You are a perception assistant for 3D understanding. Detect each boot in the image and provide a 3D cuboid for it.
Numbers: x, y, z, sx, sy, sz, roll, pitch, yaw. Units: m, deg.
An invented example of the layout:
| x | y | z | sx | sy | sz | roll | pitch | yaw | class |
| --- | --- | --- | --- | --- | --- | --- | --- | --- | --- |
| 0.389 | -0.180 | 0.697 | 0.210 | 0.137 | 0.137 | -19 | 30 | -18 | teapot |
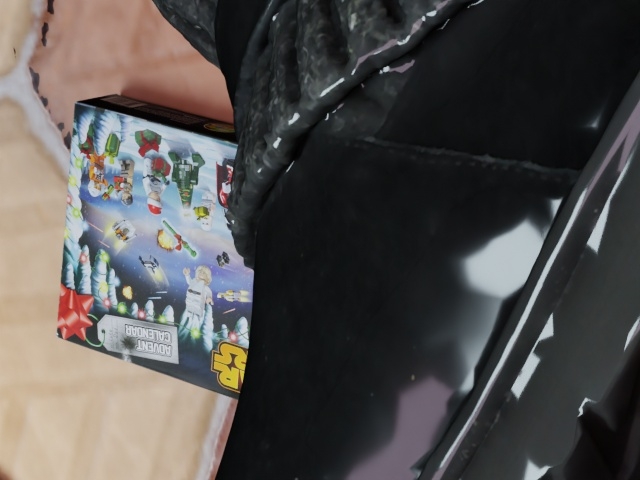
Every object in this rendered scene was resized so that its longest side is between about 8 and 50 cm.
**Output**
| x | y | z | sx | sy | sz | roll | pitch | yaw | class |
| --- | --- | --- | --- | --- | --- | --- | --- | --- | --- |
| 0.003 | 0.000 | 0.488 | 0.260 | 0.131 | 0.348 | 48 | 115 | 36 | boot |

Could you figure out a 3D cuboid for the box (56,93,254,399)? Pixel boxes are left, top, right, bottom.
| x | y | z | sx | sy | sz | roll | pitch | yaw | class |
| --- | --- | --- | --- | --- | --- | --- | --- | --- | --- |
| -0.032 | 0.007 | 0.615 | 0.137 | 0.027 | 0.094 | 15 | 109 | 28 | box |
